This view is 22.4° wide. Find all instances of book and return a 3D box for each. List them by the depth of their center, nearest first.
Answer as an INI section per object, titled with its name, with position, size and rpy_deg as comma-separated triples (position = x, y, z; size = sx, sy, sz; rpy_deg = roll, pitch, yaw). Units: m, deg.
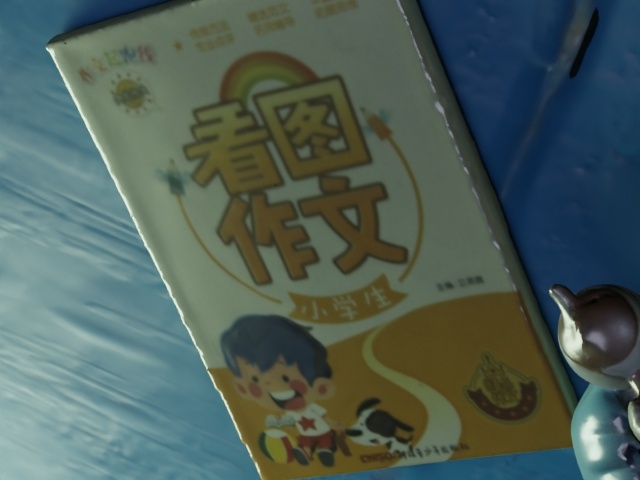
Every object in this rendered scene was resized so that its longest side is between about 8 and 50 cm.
[book]
position = 0.000, 0.000, 0.860
size = 0.208, 0.020, 0.295
rpy_deg = -11, 115, 30

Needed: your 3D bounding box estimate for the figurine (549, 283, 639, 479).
[figurine]
position = 0.157, 0.103, 0.711
size = 0.205, 0.260, 0.103
rpy_deg = 37, 102, -9
